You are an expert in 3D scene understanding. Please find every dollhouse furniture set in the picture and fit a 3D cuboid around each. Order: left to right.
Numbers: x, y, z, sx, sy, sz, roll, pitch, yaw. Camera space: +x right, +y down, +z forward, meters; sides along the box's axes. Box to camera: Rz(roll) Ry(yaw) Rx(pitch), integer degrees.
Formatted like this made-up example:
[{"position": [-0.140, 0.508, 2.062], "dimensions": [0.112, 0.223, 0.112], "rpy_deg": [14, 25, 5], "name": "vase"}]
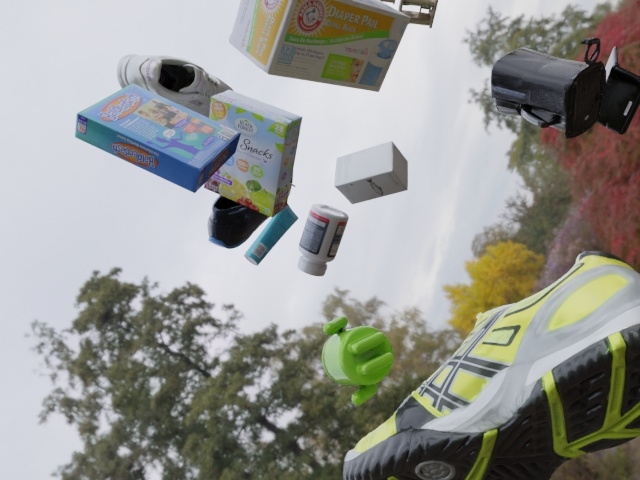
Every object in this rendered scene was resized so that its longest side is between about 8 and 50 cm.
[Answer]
[{"position": [0.266, -0.750, 1.840], "dimensions": [0.101, 0.182, 0.161], "rpy_deg": [97, -178, -49], "name": "dollhouse furniture set"}]

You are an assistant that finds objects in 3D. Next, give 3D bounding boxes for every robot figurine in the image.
[{"position": [0.042, 0.136, 0.692], "dimensions": [0.067, 0.101, 0.115], "rpy_deg": [-23, -5, -22], "name": "robot figurine"}]

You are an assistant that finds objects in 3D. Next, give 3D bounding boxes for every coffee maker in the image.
[{"position": [0.412, -0.292, 1.067], "dimensions": [0.120, 0.178, 0.171], "rpy_deg": [-10, -59, -34], "name": "coffee maker"}]

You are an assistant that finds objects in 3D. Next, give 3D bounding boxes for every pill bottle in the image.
[{"position": [0.000, 0.000, 1.602], "dimensions": [0.108, 0.108, 0.180], "rpy_deg": [-16, -52, -65], "name": "pill bottle"}]

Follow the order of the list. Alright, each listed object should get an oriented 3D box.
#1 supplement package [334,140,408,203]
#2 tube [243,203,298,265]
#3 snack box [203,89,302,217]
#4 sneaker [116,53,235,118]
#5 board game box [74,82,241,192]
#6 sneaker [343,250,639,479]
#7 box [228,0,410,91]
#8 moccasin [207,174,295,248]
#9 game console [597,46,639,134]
[{"position": [0.143, -0.186, 1.645], "dimensions": [0.105, 0.179, 0.105], "rpy_deg": [41, -135, -46], "name": "supplement package"}, {"position": [-0.145, -0.019, 1.758], "dimensions": [0.207, 0.052, 0.080], "rpy_deg": [-52, -47, -19], "name": "tube"}, {"position": [-0.141, -0.174, 1.185], "dimensions": [0.070, 0.174, 0.207], "rpy_deg": [-44, -29, -53], "name": "snack box"}, {"position": [-0.278, -0.321, 1.278], "dimensions": [0.305, 0.152, 0.114], "rpy_deg": [3, -85, -52], "name": "sneaker"}, {"position": [-0.257, -0.171, 0.956], "dimensions": [0.047, 0.210, 0.160], "rpy_deg": [-66, -3, 36], "name": "board game box"}, {"position": [0.177, 0.161, 0.593], "dimensions": [0.384, 0.145, 0.147], "rpy_deg": [-39, 24, 28], "name": "sneaker"}, {"position": [0.000, -0.278, 0.778], "dimensions": [0.203, 0.103, 0.114], "rpy_deg": [-5, -51, -41], "name": "box"}, {"position": [-0.142, -0.119, 1.352], "dimensions": [0.342, 0.137, 0.117], "rpy_deg": [-66, -14, -46], "name": "moccasin"}, {"position": [0.564, -0.282, 1.114], "dimensions": [0.071, 0.107, 0.122], "rpy_deg": [-34, -33, -24], "name": "game console"}]
